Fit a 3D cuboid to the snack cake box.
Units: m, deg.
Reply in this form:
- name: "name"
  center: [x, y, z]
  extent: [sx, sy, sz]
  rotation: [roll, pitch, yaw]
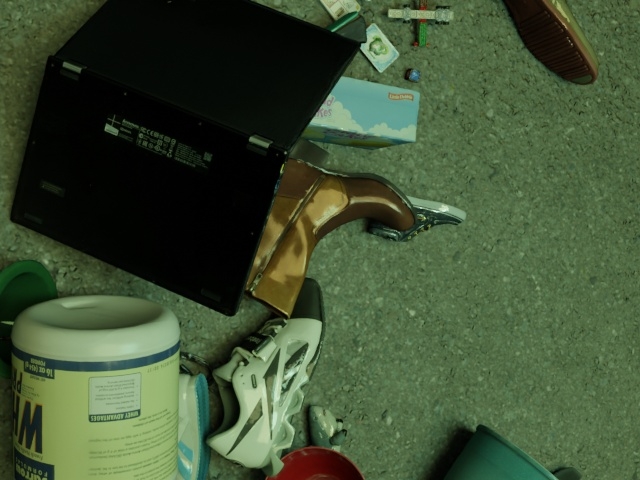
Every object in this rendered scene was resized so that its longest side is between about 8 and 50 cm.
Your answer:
- name: "snack cake box"
  center: [0.012, -0.215, 1.661]
  extent: [0.264, 0.152, 0.089]
  rotation: [6, 88, -26]

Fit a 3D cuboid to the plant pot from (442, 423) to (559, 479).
- name: "plant pot"
  center: [0.307, 0.510, 1.767]
  extent: [0.271, 0.271, 0.255]
  rotation: [44, 81, -20]

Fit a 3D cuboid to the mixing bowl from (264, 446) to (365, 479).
- name: "mixing bowl"
  center: [-0.002, 0.433, 1.652]
  extent: [0.181, 0.098, 0.182]
  rotation: [-2, 76, 9]

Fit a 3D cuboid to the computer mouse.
- name: "computer mouse"
  center: [-0.164, 0.272, 1.651]
  extent: [0.242, 0.041, 0.071]
  rotation: [49, 56, -11]

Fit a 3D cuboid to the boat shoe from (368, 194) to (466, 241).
- name: "boat shoe"
  center: [0.171, -0.032, 1.795]
  extent: [0.183, 0.065, 0.083]
  rotation: [12, 87, -19]

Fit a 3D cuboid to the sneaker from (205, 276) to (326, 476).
- name: "sneaker"
  center: [-0.091, 0.198, 1.619]
  extent: [0.146, 0.122, 0.331]
  rotation: [23, 68, -20]

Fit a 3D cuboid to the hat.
- name: "hat"
  center: [-0.518, 0.111, 1.476]
  extent: [0.208, 0.183, 0.173]
  rotation: [-34, 126, -66]

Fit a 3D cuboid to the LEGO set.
- name: "LEGO set"
  center: [0.124, -0.403, 1.786]
  extent: [0.182, 0.060, 0.244]
  rotation: [-44, 108, -6]

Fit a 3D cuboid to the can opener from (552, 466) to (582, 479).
- name: "can opener"
  center: [0.407, 0.551, 1.923]
  extent: [0.280, 0.074, 0.093]
  rotation: [-37, 72, -23]

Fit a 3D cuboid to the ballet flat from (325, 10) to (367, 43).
- name: "ballet flat"
  center: [-0.004, -0.316, 1.696]
  extent: [0.203, 0.074, 0.074]
  rotation: [-30, 103, -17]

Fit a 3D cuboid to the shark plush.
- name: "shark plush"
  center: [-0.004, 0.365, 1.735]
  extent: [0.067, 0.073, 0.161]
  rotation: [13, 106, -6]

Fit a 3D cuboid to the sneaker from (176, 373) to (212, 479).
- name: "sneaker"
  center: [-0.226, 0.317, 1.597]
  extent: [0.092, 0.087, 0.229]
  rotation: [2, 103, 8]

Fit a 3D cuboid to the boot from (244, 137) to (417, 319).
- name: "boot"
  center: [0.000, 0.000, 1.642]
  extent: [0.264, 0.096, 0.280]
  rotation: [31, 66, -11]

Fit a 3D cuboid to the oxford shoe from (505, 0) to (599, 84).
- name: "oxford shoe"
  center: [0.430, -0.448, 1.882]
  extent: [0.348, 0.123, 0.130]
  rotation: [49, 66, -19]

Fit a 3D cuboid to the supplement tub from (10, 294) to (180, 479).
- name: "supplement tub"
  center: [-0.321, 0.259, 1.446]
  extent: [0.235, 0.235, 0.325]
  rotation: [-3, 102, -26]

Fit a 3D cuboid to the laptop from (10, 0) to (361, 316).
- name: "laptop"
  center: [-0.202, -0.165, 1.517]
  extent: [0.381, 0.236, 0.408]
  rotation: [23, 108, 11]
